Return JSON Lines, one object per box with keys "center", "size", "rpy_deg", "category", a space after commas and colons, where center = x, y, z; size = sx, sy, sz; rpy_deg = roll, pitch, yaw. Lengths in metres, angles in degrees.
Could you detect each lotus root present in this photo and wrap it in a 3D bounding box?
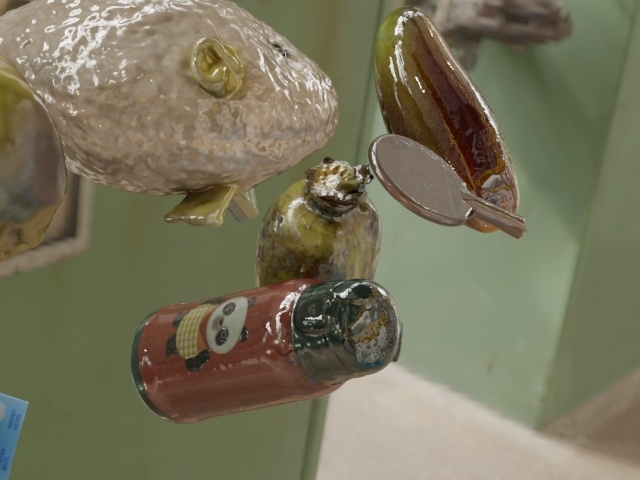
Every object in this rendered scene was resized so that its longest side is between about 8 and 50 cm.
{"center": [-0.001, -0.002, 1.957], "size": [0.154, 0.278, 0.154], "rpy_deg": [6, 45, -7], "category": "lotus root"}

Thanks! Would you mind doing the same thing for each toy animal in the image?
{"center": [-0.157, -0.141, 1.496], "size": [0.358, 0.188, 0.226], "rpy_deg": [8, 26, -3], "category": "toy animal"}

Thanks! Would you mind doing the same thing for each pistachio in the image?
{"center": [-0.250, -0.059, 1.192], "size": [0.100, 0.189, 0.110], "rpy_deg": [14, 36, 31], "category": "pistachio"}

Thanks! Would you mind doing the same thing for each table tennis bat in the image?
{"center": [0.141, -0.077, 1.448], "size": [0.170, 0.119, 0.107], "rpy_deg": [25, 35, -23], "category": "table tennis bat"}

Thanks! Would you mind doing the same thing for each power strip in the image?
{"center": [-0.106, -0.069, 1.988], "size": [0.032, 0.056, 0.123], "rpy_deg": [-15, -19, 7], "category": "power strip"}

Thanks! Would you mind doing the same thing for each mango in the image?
{"center": [0.128, -0.124, 1.727], "size": [0.133, 0.111, 0.267], "rpy_deg": [0, 62, -61], "category": "mango"}

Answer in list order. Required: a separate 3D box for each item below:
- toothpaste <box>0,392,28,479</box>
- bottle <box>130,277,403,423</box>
{"center": [-0.326, 0.250, 1.467], "size": [0.066, 0.053, 0.272], "rpy_deg": [21, 41, -13], "category": "toothpaste"}
{"center": [-0.055, 0.116, 1.824], "size": [0.336, 0.144, 0.144], "rpy_deg": [-15, 6, 41], "category": "bottle"}
